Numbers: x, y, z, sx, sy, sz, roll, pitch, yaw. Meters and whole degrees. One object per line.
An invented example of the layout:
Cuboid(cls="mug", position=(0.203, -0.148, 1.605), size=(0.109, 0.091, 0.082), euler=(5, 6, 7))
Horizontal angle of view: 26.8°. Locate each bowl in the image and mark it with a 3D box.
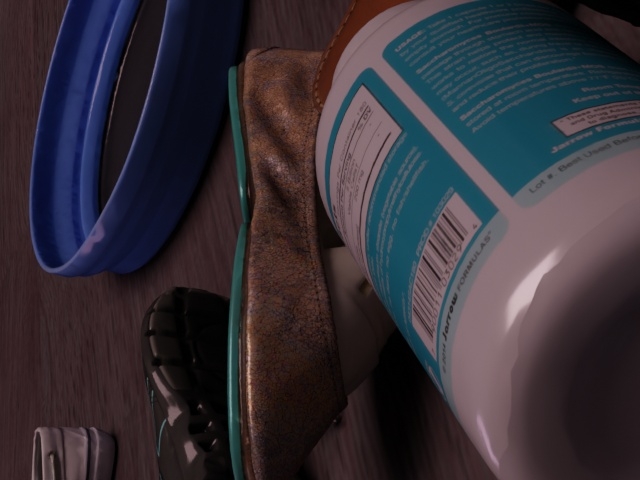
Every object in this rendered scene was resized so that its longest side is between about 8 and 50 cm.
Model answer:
Cuboid(cls="bowl", position=(-0.177, -0.153, 1.262), size=(0.391, 0.077, 0.391), euler=(-41, 42, 52))

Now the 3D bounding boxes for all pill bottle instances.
Cuboid(cls="pill bottle", position=(0.085, -0.015, 0.555), size=(0.146, 0.146, 0.264), euler=(-66, 27, 21))

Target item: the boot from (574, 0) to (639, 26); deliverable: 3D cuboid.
Cuboid(cls="boot", position=(0.113, -0.134, 0.445), size=(0.207, 0.246, 0.094), euler=(-176, 99, -68))

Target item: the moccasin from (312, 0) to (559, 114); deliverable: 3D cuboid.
Cuboid(cls="moccasin", position=(0.082, -0.219, 0.665), size=(0.380, 0.147, 0.139), euler=(-60, 29, 31))

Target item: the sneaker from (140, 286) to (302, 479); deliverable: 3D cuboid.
Cuboid(cls="sneaker", position=(-0.077, 0.138, 0.876), size=(0.106, 0.101, 0.267), euler=(-62, 28, 32))

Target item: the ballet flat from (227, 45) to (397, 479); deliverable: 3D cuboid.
Cuboid(cls="ballet flat", position=(0.000, 0.000, 0.774), size=(0.108, 0.106, 0.316), euler=(81, -175, -53))

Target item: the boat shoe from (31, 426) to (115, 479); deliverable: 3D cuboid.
Cuboid(cls="boat shoe", position=(-0.234, 0.272, 1.163), size=(0.083, 0.075, 0.226), euler=(-33, 49, 57))

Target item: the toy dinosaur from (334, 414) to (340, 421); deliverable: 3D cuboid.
Cuboid(cls="toy dinosaur", position=(-0.013, 0.073, 0.818), size=(0.047, 0.090, 0.082), euler=(-10, 100, 47))
